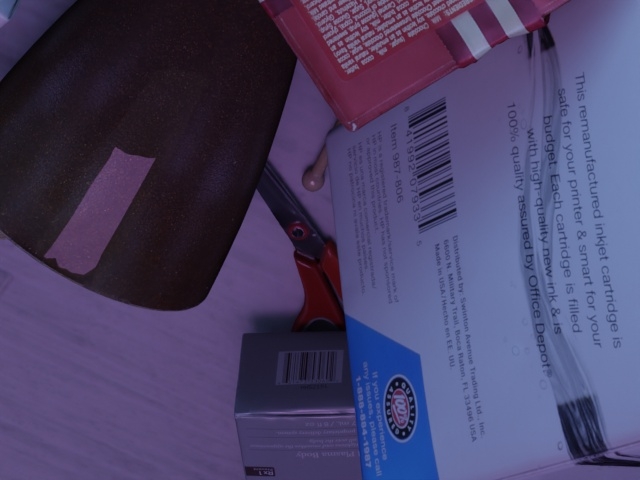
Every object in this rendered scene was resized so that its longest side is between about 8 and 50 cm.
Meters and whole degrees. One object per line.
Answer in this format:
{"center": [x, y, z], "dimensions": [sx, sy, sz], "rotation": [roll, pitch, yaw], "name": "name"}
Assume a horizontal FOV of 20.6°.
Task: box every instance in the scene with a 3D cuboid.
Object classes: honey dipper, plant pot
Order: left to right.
{"center": [-0.111, -0.106, 1.243], "dimensions": [0.215, 0.215, 0.230], "rotation": [29, 110, -16], "name": "plant pot"}
{"center": [0.020, -0.096, 1.328], "dimensions": [0.030, 0.030, 0.160], "rotation": [21, 129, -11], "name": "honey dipper"}

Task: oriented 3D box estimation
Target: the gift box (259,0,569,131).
{"center": [0.074, -0.258, 1.062], "dimensions": [0.255, 0.258, 0.276], "rotation": [-25, 99, 22], "name": "gift box"}

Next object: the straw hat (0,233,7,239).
{"center": [-0.263, -0.035, 1.383], "dimensions": [0.144, 0.061, 0.144], "rotation": [3, 127, 4], "name": "straw hat"}

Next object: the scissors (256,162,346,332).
{"center": [0.000, 0.000, 1.413], "dimensions": [0.109, 0.021, 0.297], "rotation": [-8, 125, 14], "name": "scissors"}

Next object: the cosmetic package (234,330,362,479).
{"center": [0.002, 0.189, 1.491], "dimensions": [0.127, 0.107, 0.238], "rotation": [-3, 131, 6], "name": "cosmetic package"}

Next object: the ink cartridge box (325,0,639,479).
{"center": [0.190, 0.006, 1.129], "dimensions": [0.166, 0.285, 0.395], "rotation": [5, 161, -35], "name": "ink cartridge box"}

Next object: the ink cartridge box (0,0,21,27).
{"center": [-0.339, -0.177, 1.260], "dimensions": [0.219, 0.092, 0.160], "rotation": [-32, 119, 27], "name": "ink cartridge box"}
